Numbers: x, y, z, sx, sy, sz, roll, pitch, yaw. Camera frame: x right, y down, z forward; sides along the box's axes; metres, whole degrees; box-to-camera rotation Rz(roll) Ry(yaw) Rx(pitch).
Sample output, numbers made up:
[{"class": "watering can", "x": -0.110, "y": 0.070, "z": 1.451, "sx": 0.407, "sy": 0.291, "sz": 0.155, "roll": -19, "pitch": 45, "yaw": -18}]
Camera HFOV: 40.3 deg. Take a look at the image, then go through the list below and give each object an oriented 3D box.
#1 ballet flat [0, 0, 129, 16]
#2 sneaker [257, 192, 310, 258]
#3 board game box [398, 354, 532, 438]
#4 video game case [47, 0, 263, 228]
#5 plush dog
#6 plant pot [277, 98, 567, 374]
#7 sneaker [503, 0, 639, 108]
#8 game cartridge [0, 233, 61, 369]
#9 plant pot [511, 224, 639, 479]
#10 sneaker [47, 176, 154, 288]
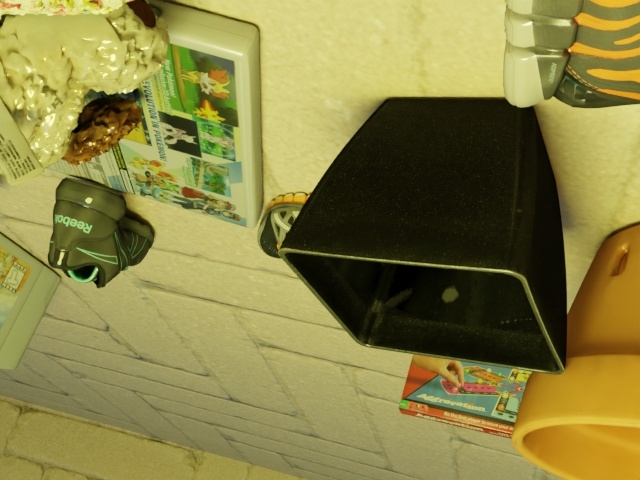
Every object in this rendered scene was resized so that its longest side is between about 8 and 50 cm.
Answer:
[{"class": "ballet flat", "x": -0.178, "y": -0.173, "z": 0.530, "sx": 0.241, "sy": 0.091, "sz": 0.077, "roll": -16, "pitch": -160, "yaw": -6}, {"class": "sneaker", "x": 0.000, "y": 0.000, "z": 0.920, "sx": 0.084, "sy": 0.083, "sz": 0.215, "roll": 31, "pitch": 155, "yaw": -32}, {"class": "board game box", "x": 0.246, "y": 0.164, "z": 1.027, "sx": 0.281, "sy": 0.145, "sz": 0.027, "roll": 10, "pitch": 153, "yaw": 18}, {"class": "video game case", "x": -0.202, "y": -0.131, "z": 0.834, "sx": 0.300, "sy": 0.036, "sz": 0.329, "roll": 16, "pitch": 156, "yaw": 4}, {"class": "plush dog", "x": -0.262, "y": -0.112, "z": 0.671, "sx": 0.262, "sy": 0.210, "sz": 0.225, "roll": 21, "pitch": 172, "yaw": -4}, {"class": "plant pot", "x": 0.104, "y": -0.013, "z": 0.709, "sx": 0.187, "sy": 0.167, "sz": 0.188, "roll": 4, "pitch": 154, "yaw": 28}, {"class": "sneaker", "x": 0.181, "y": -0.161, "z": 0.412, "sx": 0.180, "sy": 0.124, "sz": 0.321, "roll": 7, "pitch": 165, "yaw": 15}, {"class": "game cartridge", "x": -0.538, "y": 0.078, "z": 1.336, "sx": 0.062, "sy": 0.198, "sz": 0.297, "roll": 4, "pitch": 154, "yaw": 28}, {"class": "plant pot", "x": 0.334, "y": 0.115, "z": 0.776, "sx": 0.291, "sy": 0.203, "sz": 0.291, "roll": 15, "pitch": 158, "yaw": 6}, {"class": "sneaker", "x": -0.279, "y": 0.005, "z": 1.074, "sx": 0.101, "sy": 0.106, "sz": 0.267, "roll": 14, "pitch": 168, "yaw": 5}]
